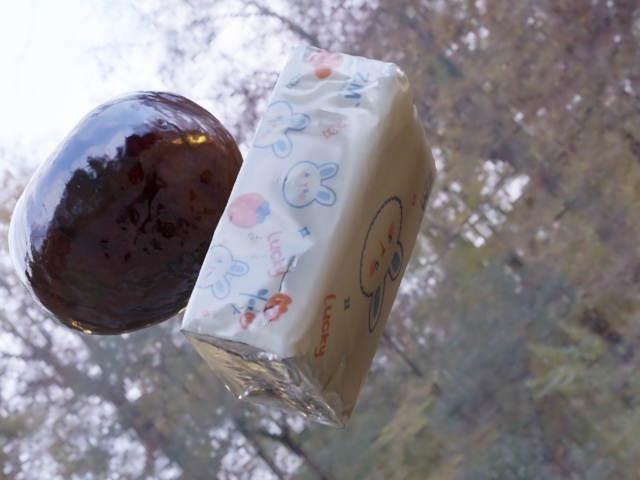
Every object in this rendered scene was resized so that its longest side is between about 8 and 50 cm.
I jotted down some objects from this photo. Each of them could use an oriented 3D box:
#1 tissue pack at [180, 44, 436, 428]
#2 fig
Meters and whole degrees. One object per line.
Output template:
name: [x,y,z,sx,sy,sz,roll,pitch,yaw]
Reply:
tissue pack: [0.000,0.000,0.818,0.148,0.092,0.196,61,-135,-63]
fig: [-0.164,-0.023,1.193,0.235,0.214,0.235,-28,-9,-5]
